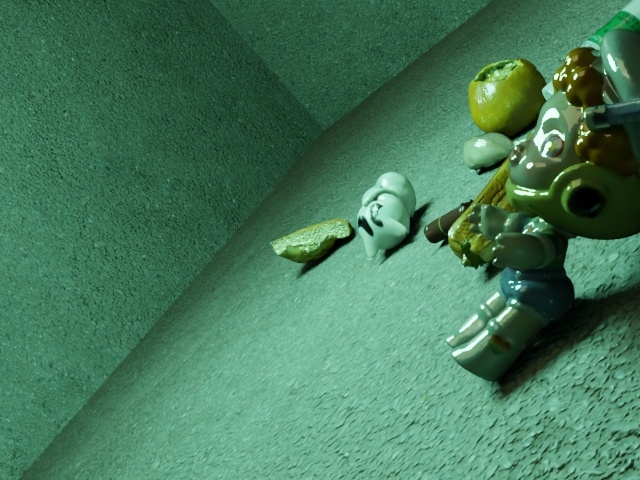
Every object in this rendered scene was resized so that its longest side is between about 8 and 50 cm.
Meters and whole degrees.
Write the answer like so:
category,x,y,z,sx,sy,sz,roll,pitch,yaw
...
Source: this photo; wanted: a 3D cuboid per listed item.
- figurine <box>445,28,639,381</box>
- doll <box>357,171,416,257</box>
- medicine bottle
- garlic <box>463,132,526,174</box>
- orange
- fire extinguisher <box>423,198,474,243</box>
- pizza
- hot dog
category,x,y,z,sx,sy,sz,roll,pitch,yaw
figurine,0.269,-0.026,0.936,0.381,0.205,0.224,-59,5,28
doll,0.125,-0.053,1.686,0.110,0.107,0.180,-46,7,30
medicine bottle,0.483,-0.307,1.440,0.260,0.095,0.095,-43,10,5
garlic,0.303,-0.169,1.607,0.084,0.066,0.152,-42,8,-6
orange,0.350,-0.271,1.670,0.154,0.134,0.154,-48,8,10
fire extinguisher,0.218,-0.031,1.415,0.132,0.056,0.039,-33,40,54
pizza,-0.008,0.003,2.068,0.188,0.080,0.204,-17,4,8
hot dog,0.268,-0.047,1.250,0.104,0.076,0.250,5,48,49
